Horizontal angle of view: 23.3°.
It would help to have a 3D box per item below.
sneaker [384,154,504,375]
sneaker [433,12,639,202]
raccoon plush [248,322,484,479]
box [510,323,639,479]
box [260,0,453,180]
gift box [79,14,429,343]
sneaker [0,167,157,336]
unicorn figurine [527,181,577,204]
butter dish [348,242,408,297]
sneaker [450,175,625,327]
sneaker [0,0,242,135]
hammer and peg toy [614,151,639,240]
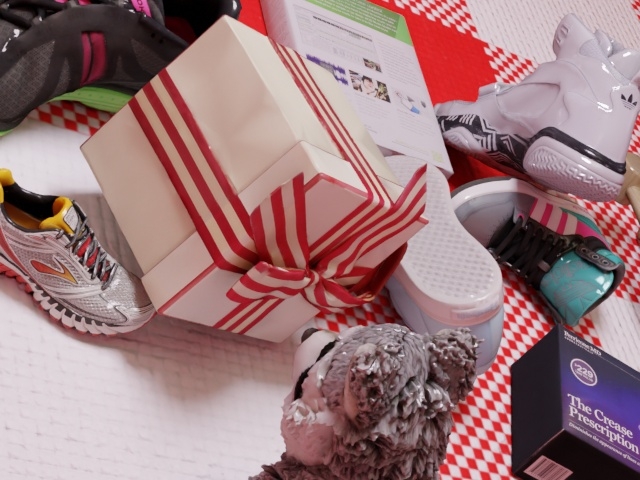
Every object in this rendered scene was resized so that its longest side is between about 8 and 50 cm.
[{"bbox_3d":[0.117,0.032,1.868,0.135,0.150,0.366,-11,34,-8],"label":"sneaker"},{"bbox_3d":[0.299,-0.186,2.063,0.137,0.210,0.366,25,0,-34],"label":"sneaker"},{"bbox_3d":[0.099,0.278,1.396,0.446,0.299,0.216,47,34,6],"label":"raccoon plush"},{"bbox_3d":[0.359,0.245,1.873,0.261,0.103,0.184,30,33,-18],"label":"box"},{"bbox_3d":[0.043,-0.222,2.103,0.232,0.058,0.322,18,42,-31],"label":"box"},{"bbox_3d":[-0.054,-0.058,1.594,0.255,0.276,0.258,13,42,-54],"label":"gift box"},{"bbox_3d":[-0.252,0.014,1.515,0.225,0.093,0.088,32,34,-17],"label":"sneaker"},{"bbox_3d":[0.314,-0.077,2.185,0.111,0.060,0.162,30,-1,-39],"label":"unicorn figurine"},{"bbox_3d":[0.000,0.000,1.761,0.118,0.160,0.160,-30,74,-31],"label":"butter dish"},{"bbox_3d":[0.291,0.026,2.030,0.295,0.124,0.178,11,36,-40],"label":"sneaker"},{"bbox_3d":[-0.274,-0.235,1.666,0.483,0.202,0.185,-16,64,-52],"label":"sneaker"},{"bbox_3d":[0.542,0.046,2.248,0.361,0.127,0.266,29,38,-19],"label":"hammer and peg toy"}]
